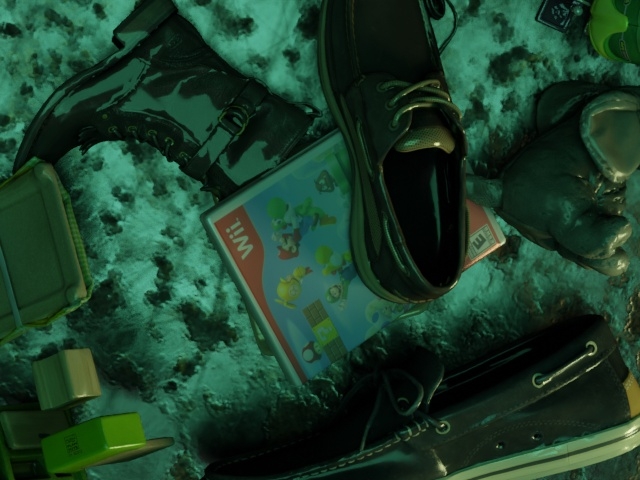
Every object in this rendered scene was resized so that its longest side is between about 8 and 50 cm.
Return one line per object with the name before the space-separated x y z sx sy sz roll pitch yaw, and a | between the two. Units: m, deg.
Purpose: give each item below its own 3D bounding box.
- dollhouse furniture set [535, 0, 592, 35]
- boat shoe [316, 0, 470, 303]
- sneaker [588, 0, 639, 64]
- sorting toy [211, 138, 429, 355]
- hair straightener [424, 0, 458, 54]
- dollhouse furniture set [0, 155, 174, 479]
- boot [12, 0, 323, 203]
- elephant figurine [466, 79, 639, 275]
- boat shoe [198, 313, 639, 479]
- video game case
dollhouse furniture set | 0.297 -0.242 1.497 0.114 0.081 0.091 23 100 -9
boat shoe | 0.091 -0.110 1.429 0.132 0.130 0.355 -15 100 -24
sneaker | 0.414 -0.207 1.475 0.295 0.123 0.109 -5 107 -24
sorting toy | 0.000 0.000 1.554 0.193 0.038 0.208 -16 99 -1
hair straightener | 0.097 -0.282 1.488 0.089 0.047 0.230 -15 104 -1
dollhouse furniture set | -0.275 0.093 1.493 0.197 0.151 0.301 -23 75 25
boot | -0.155 -0.099 1.480 0.229 0.091 0.263 44 94 -8
elephant figurine | 0.292 -0.099 1.510 0.169 0.186 0.239 28 88 33
boat shoe | 0.097 0.192 1.534 0.500 0.187 0.156 -14 98 -7
video game case | 0.040 -0.011 1.500 0.285 0.025 0.204 -33 107 -19
